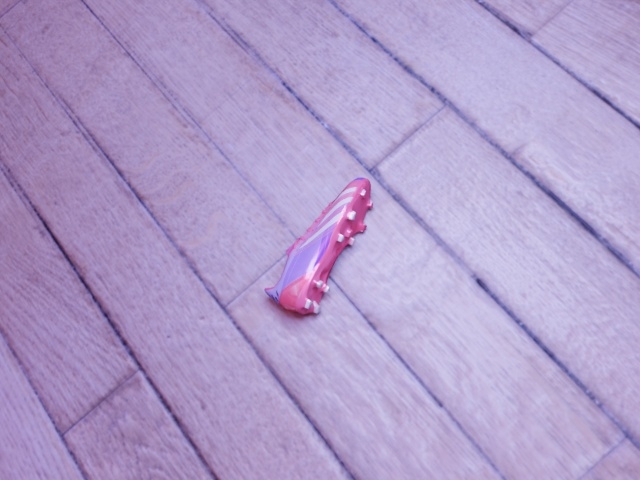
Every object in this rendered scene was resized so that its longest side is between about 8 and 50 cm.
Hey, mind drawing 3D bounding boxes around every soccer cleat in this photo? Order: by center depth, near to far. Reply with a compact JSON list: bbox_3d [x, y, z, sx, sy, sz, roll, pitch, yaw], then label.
[{"bbox_3d":[0.000,0.000,1.111,0.095,0.083,0.248,23,81,25],"label":"soccer cleat"}]
